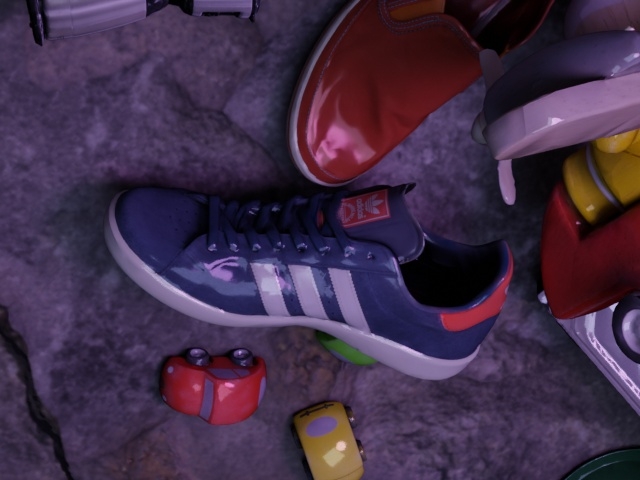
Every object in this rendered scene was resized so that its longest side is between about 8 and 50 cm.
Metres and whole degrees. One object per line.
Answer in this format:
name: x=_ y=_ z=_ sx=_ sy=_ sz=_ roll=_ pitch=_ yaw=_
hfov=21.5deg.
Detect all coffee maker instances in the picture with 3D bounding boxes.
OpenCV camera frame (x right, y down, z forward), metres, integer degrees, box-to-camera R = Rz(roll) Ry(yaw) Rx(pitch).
coffee maker: x=-0.140 y=-0.239 z=1.260 sx=0.178 sy=0.120 sz=0.171 roll=-10 pitch=120 yaw=-10

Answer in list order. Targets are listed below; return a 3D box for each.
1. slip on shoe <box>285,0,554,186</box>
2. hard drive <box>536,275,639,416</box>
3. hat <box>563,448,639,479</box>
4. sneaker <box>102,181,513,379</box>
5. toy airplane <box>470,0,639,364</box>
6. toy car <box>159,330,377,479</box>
slip on shoe: x=0.096 y=-0.168 z=1.375 sx=0.331 sy=0.101 sz=0.123 roll=-44 pitch=122 yaw=13
hard drive: x=0.393 y=0.098 z=1.540 sx=0.237 sy=0.064 sz=0.339 roll=-39 pitch=97 yaw=14
hat: x=0.337 y=0.337 z=1.675 sx=0.173 sy=0.183 sz=0.208 roll=-43 pitch=121 yaw=10
sneaker: x=0.000 y=0.000 z=1.400 sx=0.350 sy=0.131 sz=0.148 roll=15 pitch=134 yaw=-20
toy airplane: x=0.296 y=-0.122 z=1.296 sx=0.384 sy=0.272 sz=0.386 roll=-38 pitch=154 yaw=0
toy car: x=0.003 y=0.120 z=1.539 sx=0.239 sy=0.053 sz=0.225 roll=34 pitch=106 yaw=-29
